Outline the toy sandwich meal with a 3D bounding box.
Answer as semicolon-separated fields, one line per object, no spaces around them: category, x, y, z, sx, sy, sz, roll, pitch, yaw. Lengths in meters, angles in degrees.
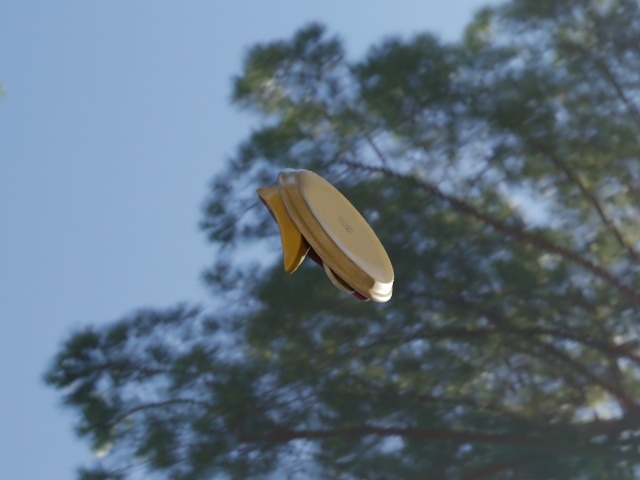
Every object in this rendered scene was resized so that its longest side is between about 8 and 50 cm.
toy sandwich meal;0.000;0.000;0.781;0.085;0.029;0.085;45;-163;-18
